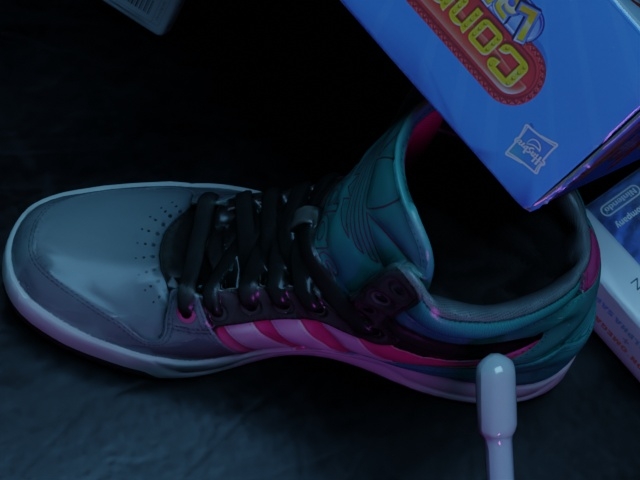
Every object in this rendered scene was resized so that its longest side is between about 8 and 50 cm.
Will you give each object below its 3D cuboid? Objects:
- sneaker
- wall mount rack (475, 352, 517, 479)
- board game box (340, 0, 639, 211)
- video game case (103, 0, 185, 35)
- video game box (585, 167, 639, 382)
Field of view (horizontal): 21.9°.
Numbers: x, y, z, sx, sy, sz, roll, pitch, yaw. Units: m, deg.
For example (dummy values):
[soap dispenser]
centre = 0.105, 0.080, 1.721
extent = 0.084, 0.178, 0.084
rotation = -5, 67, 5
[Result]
[sneaker]
centre = 0.000, 0.000, 0.772
extent = 0.295, 0.178, 0.124
rotation = 6, 63, -7
[wall mount rack]
centre = 0.197, 0.195, 0.739
extent = 0.350, 0.130, 0.304
rotation = -8, 65, -16
[board game box]
centre = 0.070, -0.171, 0.804
extent = 0.308, 0.086, 0.302
rotation = 50, 22, 9
[video game case]
centre = -0.118, -0.210, 0.887
extent = 0.157, 0.143, 0.019
rotation = 33, 27, 7
[video game box]
centre = 0.249, 0.020, 0.886
extent = 0.205, 0.048, 0.187
rotation = -34, 77, -24
